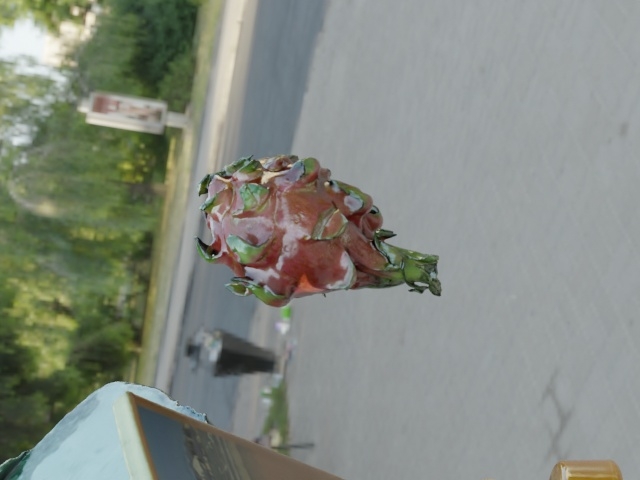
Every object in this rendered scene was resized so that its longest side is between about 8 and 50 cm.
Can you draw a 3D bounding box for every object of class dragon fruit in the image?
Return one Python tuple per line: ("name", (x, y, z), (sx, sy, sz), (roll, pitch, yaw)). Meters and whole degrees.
("dragon fruit", (-0.002, 0.002, 0.939), (0.137, 0.236, 0.135), (-176, 104, -74))

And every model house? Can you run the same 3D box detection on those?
("model house", (-0.152, 0.296, 0.909), (0.253, 0.184, 0.291), (-4, 111, 56))

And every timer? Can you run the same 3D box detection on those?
("timer", (0.214, 0.275, 1.050), (0.132, 0.152, 0.132), (8, -90, -86))

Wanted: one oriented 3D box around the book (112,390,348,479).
("book", (0.009, 0.270, 0.784), (0.028, 0.374, 0.262), (-39, 49, 16))
